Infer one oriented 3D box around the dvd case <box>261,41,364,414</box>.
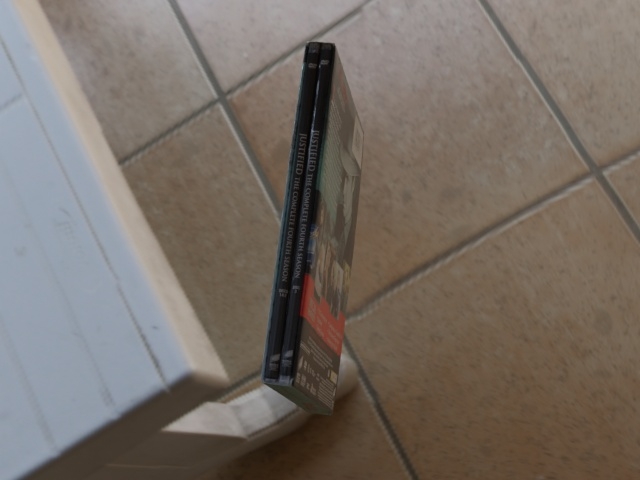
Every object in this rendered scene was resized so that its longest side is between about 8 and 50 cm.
[{"bbox_3d":[0.000,0.000,0.384,0.013,0.087,0.119,5,76,11],"label":"dvd case"}]
